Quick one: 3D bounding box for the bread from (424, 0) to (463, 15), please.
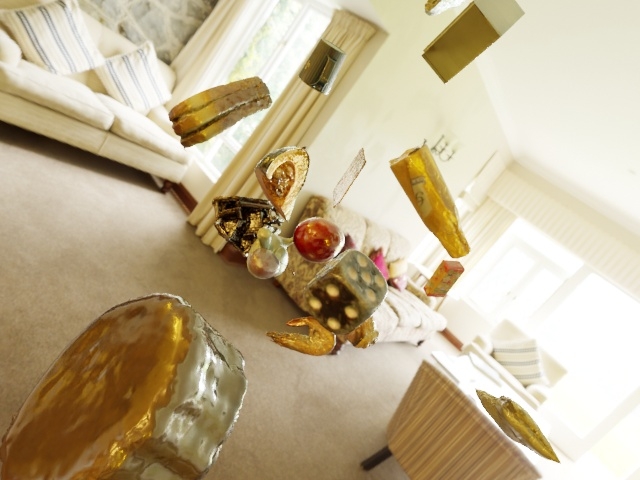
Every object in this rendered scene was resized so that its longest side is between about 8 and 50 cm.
[{"bbox_3d":[0.494,-0.883,1.430,0.056,0.207,0.286,65,-21,3],"label":"bread"}]

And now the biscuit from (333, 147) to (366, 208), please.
[{"bbox_3d":[0.113,-0.250,1.686,0.013,0.237,0.232,28,25,-13],"label":"biscuit"}]

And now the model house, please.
[{"bbox_3d":[-0.358,-0.057,2.082,0.317,0.296,0.283,35,50,-71],"label":"model house"}]

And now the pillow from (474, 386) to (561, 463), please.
[{"bbox_3d":[0.419,0.396,0.914,0.148,0.050,0.230,56,-3,13],"label":"pillow"}]

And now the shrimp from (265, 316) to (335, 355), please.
[{"bbox_3d":[-0.065,0.313,1.385,0.235,0.133,0.053,10,20,3],"label":"shrimp"}]

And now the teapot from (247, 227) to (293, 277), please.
[{"bbox_3d":[-0.235,0.061,1.777,0.148,0.220,0.318,18,-1,20],"label":"teapot"}]

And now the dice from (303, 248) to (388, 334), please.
[{"bbox_3d":[0.073,0.148,1.214,0.183,0.182,0.181,49,34,0],"label":"dice"}]

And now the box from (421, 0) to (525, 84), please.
[{"bbox_3d":[0.312,-0.423,0.847,0.086,0.129,0.225,48,49,-7],"label":"box"}]

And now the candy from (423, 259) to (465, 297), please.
[{"bbox_3d":[0.349,0.109,1.185,0.062,0.122,0.038,5,41,-23],"label":"candy"}]

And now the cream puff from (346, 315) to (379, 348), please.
[{"bbox_3d":[0.191,0.395,1.883,0.129,0.189,0.189,-2,29,-20],"label":"cream puff"}]

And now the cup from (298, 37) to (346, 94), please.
[{"bbox_3d":[0.014,-0.623,1.503,0.131,0.155,0.177,21,29,-24],"label":"cup"}]

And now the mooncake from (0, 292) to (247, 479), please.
[{"bbox_3d":[-0.280,0.248,0.640,0.187,0.323,0.324,56,-1,-36],"label":"mooncake"}]

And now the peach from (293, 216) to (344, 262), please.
[{"bbox_3d":[0.000,0.000,1.838,0.243,0.200,0.243,7,1,0],"label":"peach"}]

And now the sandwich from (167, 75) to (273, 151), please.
[{"bbox_3d":[-0.290,-0.310,1.054,0.288,0.254,0.100,-4,-60,47],"label":"sandwich"}]

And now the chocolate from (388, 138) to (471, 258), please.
[{"bbox_3d":[0.421,-0.135,1.511,0.446,0.162,0.162,58,10,-8],"label":"chocolate"}]

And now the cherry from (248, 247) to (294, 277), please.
[{"bbox_3d":[-0.198,0.109,1.632,0.188,0.115,0.148,38,-13,-1],"label":"cherry"}]

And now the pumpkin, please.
[{"bbox_3d":[-0.112,-0.208,1.325,0.111,0.163,0.279,40,-17,30],"label":"pumpkin"}]
